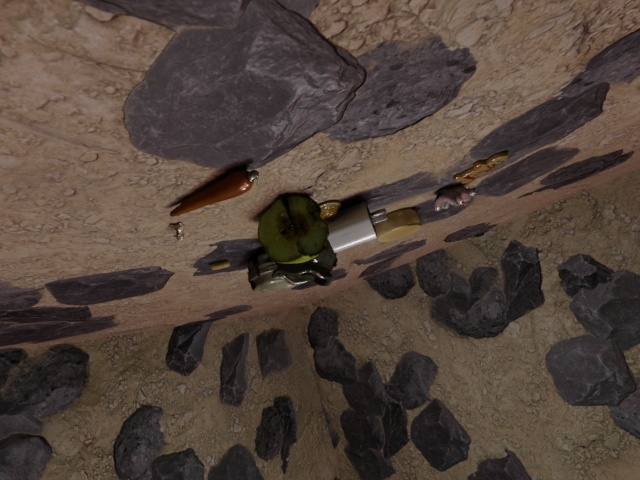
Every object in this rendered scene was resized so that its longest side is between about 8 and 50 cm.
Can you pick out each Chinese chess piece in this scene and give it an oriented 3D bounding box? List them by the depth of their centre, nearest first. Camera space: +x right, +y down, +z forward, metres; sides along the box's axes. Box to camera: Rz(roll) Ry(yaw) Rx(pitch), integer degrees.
[{"bbox_3d":[0.392,-0.075,2.071,0.250,0.097,0.251,-16,164,-5],"label":"Chinese chess piece"}]

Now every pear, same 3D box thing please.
[{"bbox_3d":[-0.108,-0.012,1.480,0.163,0.239,0.255,-11,163,-44],"label":"pear"}]

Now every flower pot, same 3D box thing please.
[{"bbox_3d":[-0.067,0.079,1.772,0.301,0.213,0.302,6,163,2],"label":"flower pot"}]

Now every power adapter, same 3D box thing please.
[{"bbox_3d":[0.153,-0.070,1.671,0.255,0.124,0.187,-21,-155,12],"label":"power adapter"}]

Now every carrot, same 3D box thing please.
[{"bbox_3d":[-0.312,-0.133,1.178,0.335,0.069,0.069,-21,165,24],"label":"carrot"}]

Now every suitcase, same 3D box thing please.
[{"bbox_3d":[-0.189,0.155,2.056,0.351,0.194,0.339,-9,169,-29],"label":"suitcase"}]

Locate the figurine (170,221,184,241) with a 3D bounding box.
[{"bbox_3d":[-0.486,-0.025,1.382,0.047,0.051,0.083,-9,164,-7],"label":"figurine"}]

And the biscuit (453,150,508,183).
[{"bbox_3d":[0.680,-0.304,1.708,0.153,0.030,0.234,-3,160,-47],"label":"biscuit"}]

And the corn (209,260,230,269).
[{"bbox_3d":[-0.477,0.117,1.917,0.092,0.037,0.037,-13,165,-22],"label":"corn"}]

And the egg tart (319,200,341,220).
[{"bbox_3d":[0.026,-0.114,1.627,0.128,0.050,0.129,-15,163,-5],"label":"egg tart"}]

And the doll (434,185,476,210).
[{"bbox_3d":[0.620,-0.200,1.887,0.191,0.095,0.149,-12,170,-24],"label":"doll"}]
